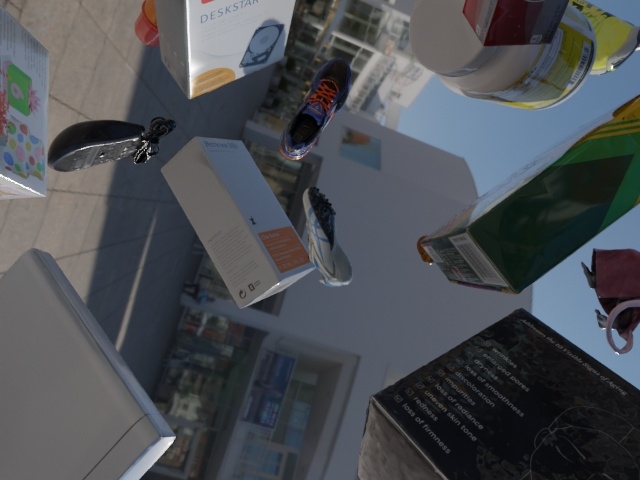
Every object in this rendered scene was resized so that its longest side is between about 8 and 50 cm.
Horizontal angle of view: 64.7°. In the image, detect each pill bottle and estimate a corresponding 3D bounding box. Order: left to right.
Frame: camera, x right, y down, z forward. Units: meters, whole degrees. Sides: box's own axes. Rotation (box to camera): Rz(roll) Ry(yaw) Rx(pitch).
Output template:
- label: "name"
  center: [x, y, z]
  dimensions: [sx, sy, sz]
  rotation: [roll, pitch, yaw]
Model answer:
- label: "pill bottle"
  center: [0.296, -0.320, 0.817]
  dimensions: [0.187, 0.333, 0.188]
  rotation: [6, -81, 45]

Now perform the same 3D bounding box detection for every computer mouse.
- label: "computer mouse"
  center: [-0.472, -0.219, 1.110]
  dimensions: [0.188, 0.072, 0.272]
  rotation: [-30, 176, 43]

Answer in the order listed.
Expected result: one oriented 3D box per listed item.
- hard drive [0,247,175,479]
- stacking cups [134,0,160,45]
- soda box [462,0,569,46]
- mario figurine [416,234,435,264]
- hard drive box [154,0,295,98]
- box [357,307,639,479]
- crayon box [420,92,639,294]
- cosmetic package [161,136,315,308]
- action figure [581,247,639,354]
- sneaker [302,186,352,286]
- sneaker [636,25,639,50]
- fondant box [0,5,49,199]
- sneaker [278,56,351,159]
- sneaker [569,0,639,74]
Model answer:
- label: "hard drive"
  center: [-0.370, 0.206, 0.663]
  dimensions: [0.233, 0.353, 0.047]
  rotation: [-48, 153, 0]
- label: "stacking cups"
  center: [-0.247, -0.463, 0.914]
  dimensions: [0.316, 0.096, 0.096]
  rotation: [-20, -132, 50]
- label: "soda box"
  center: [0.230, -0.340, 0.515]
  dimensions: [0.263, 0.092, 0.084]
  rotation: [95, -11, -50]
- label: "mario figurine"
  center: [0.412, 0.012, 1.380]
  dimensions: [0.198, 0.320, 0.170]
  rotation: [34, -73, 52]
- label: "hard drive box"
  center: [-0.132, -0.331, 0.711]
  dimensions: [0.181, 0.089, 0.232]
  rotation: [-31, 170, -20]
- label: "box"
  center: [0.406, 0.446, 0.988]
  dimensions: [0.480, 0.471, 0.298]
  rotation: [41, -40, 40]
- label: "crayon box"
  center: [0.326, -0.061, 0.753]
  dimensions: [0.313, 0.106, 0.363]
  rotation: [-38, 176, 0]
- label: "cosmetic package"
  center: [-0.226, -0.061, 1.439]
  dimensions: [0.161, 0.454, 0.230]
  rotation: [-35, 173, 25]
- label: "action figure"
  center: [0.857, 0.085, 1.233]
  dimensions: [0.369, 0.248, 0.276]
  rotation: [-16, -158, 25]
- label: "sneaker"
  center: [0.000, 0.000, 1.062]
  dimensions: [0.085, 0.086, 0.237]
  rotation: [-64, 141, -53]
- label: "sneaker"
  center: [0.826, -0.536, 1.314]
  dimensions: [0.134, 0.070, 0.051]
  rotation: [-15, -129, 43]
- label: "fondant box"
  center: [-0.461, -0.205, 0.604]
  dimensions: [0.330, 0.096, 0.239]
  rotation: [71, 14, -78]
- label: "sneaker"
  center: [-0.004, -0.255, 0.989]
  dimensions: [0.221, 0.083, 0.087]
  rotation: [-61, -171, 6]
- label: "sneaker"
  center: [0.663, -0.548, 1.315]
  dimensions: [0.145, 0.147, 0.385]
  rotation: [-56, -153, 24]
